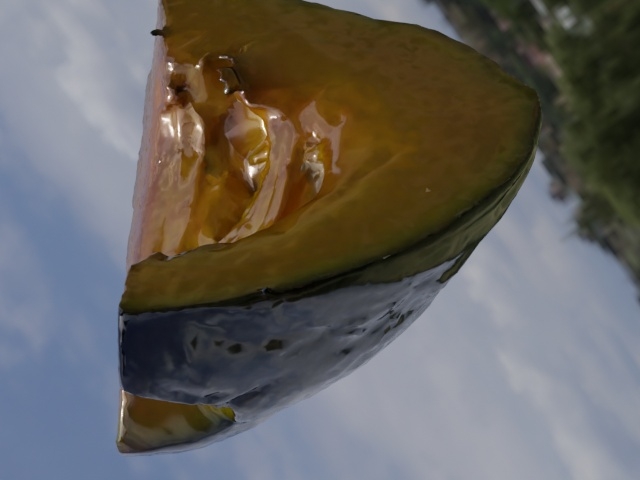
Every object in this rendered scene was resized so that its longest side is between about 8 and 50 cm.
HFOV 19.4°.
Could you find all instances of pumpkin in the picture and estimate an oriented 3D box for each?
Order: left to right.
[{"bbox_3d":[0.000,0.000,0.672,0.254,0.149,0.130,-96,4,-59],"label":"pumpkin"}]
